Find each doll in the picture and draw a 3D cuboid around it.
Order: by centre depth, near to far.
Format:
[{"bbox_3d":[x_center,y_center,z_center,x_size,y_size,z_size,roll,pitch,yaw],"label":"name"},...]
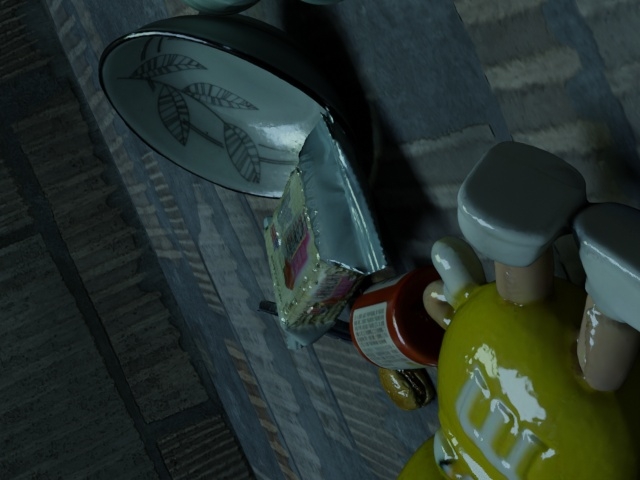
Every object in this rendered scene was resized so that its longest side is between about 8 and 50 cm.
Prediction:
[{"bbox_3d":[0.199,0.114,1.100,0.348,0.161,0.423,24,138,55],"label":"doll"}]

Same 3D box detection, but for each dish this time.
[{"bbox_3d":[-0.091,-0.173,1.607,0.316,0.106,0.316,19,154,9],"label":"dish"}]

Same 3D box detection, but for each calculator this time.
[{"bbox_3d":[0.016,0.113,1.830,0.261,0.161,0.021,180,110,-74],"label":"calculator"}]

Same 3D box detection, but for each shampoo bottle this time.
[{"bbox_3d":[0.093,0.089,1.534,0.104,0.104,0.278,65,166,0],"label":"shampoo bottle"}]

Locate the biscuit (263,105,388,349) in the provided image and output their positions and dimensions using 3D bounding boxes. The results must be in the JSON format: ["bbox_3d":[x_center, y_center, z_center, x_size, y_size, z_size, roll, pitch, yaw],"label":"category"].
[{"bbox_3d":[-0.001,-0.005,1.572,0.309,0.079,0.186,121,137,-66],"label":"biscuit"}]

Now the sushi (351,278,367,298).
[{"bbox_3d":[0.008,0.035,1.806,0.094,0.084,0.098,-128,23,-55],"label":"sushi"}]

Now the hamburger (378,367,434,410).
[{"bbox_3d":[0.106,0.182,1.772,0.076,0.044,0.083,57,169,7],"label":"hamburger"}]

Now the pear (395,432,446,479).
[{"bbox_3d":[0.153,0.269,1.392,0.267,0.267,0.178,-161,64,-71],"label":"pear"}]

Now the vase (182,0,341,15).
[{"bbox_3d":[-0.050,-0.289,1.364,0.299,0.143,0.143,22,136,65],"label":"vase"}]
